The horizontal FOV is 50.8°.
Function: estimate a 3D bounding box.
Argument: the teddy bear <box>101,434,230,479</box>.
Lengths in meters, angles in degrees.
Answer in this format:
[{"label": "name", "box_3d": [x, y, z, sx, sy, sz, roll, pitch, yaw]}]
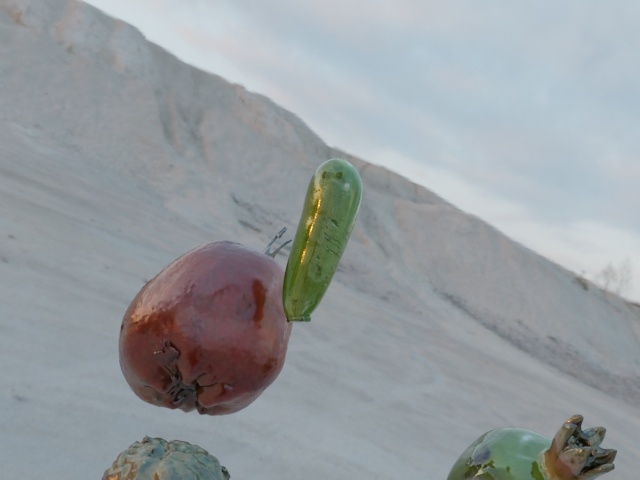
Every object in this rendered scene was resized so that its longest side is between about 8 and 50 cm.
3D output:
[{"label": "teddy bear", "box_3d": [-0.124, 0.289, 0.542, 0.156, 0.256, 0.267, -14, -2, -18]}]

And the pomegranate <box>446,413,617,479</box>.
[{"label": "pomegranate", "box_3d": [0.253, 0.295, 0.790, 0.187, 0.225, 0.187, 20, 36, -16]}]

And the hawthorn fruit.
[{"label": "hawthorn fruit", "box_3d": [-0.123, 0.090, 0.883, 0.211, 0.299, 0.211, 20, -34, 14]}]

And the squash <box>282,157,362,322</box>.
[{"label": "squash", "box_3d": [0.000, 0.000, 0.779, 0.066, 0.201, 0.066, 16, -9, 3]}]
